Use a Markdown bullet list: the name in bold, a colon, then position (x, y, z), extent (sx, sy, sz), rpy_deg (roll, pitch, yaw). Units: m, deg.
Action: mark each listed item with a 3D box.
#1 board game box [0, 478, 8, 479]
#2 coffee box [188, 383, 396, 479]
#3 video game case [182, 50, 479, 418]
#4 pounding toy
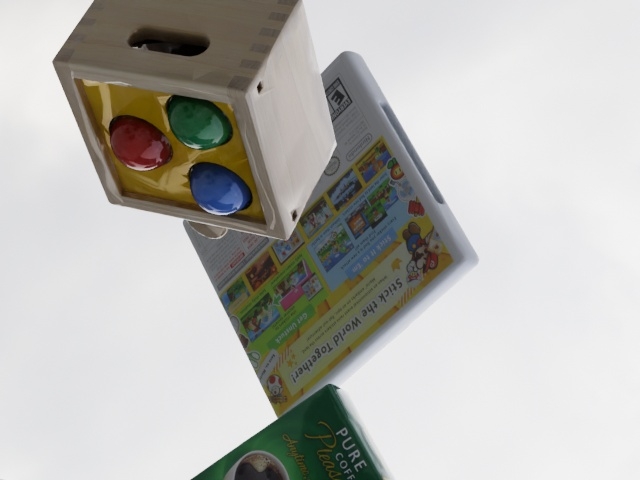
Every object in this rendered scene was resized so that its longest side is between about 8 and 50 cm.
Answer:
- **board game box**: position (-0.066, 0.198, 0.962), extent (0.145, 0.281, 0.027), rpy_deg (13, -94, 64)
- **coffee box**: position (-0.034, 0.199, 1.129), extent (0.184, 0.040, 0.113), rpy_deg (-37, -118, 10)
- **video game case**: position (0.000, 0.000, 1.248), extent (0.227, 0.026, 0.206), rpy_deg (-44, -119, 31)
- **pounding toy**: position (-0.092, -0.056, 0.982), extent (0.181, 0.206, 0.094), rpy_deg (11, -127, 21)
